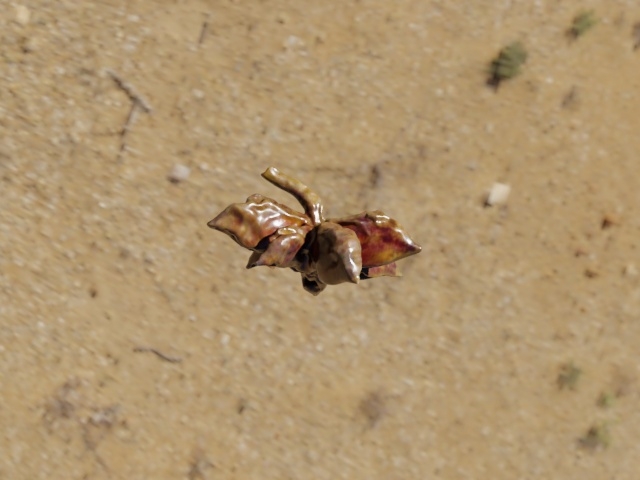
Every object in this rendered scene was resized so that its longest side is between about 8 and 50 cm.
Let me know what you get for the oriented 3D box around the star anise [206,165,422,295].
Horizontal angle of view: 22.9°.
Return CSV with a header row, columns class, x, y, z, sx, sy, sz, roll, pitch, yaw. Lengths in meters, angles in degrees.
class,x,y,z,sx,sy,sz,roll,pitch,yaw
star anise,0.002,0.004,1.652,0.212,0.196,0.111,32,79,-46
